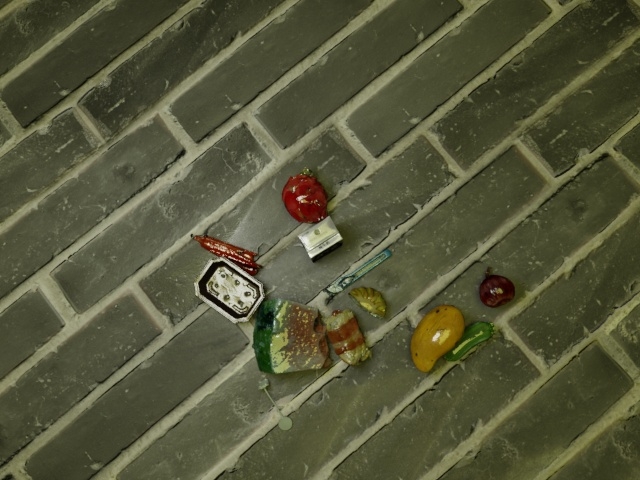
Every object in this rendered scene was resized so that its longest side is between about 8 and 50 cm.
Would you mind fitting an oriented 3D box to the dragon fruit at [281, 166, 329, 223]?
[{"bbox_3d":[-0.056,-0.156,1.802,0.172,0.172,0.210,-21,81,-1],"label":"dragon fruit"}]

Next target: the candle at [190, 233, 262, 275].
[{"bbox_3d":[-0.360,0.045,1.843,0.301,0.059,0.084,23,70,4],"label":"candle"}]

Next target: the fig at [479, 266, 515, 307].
[{"bbox_3d":[0.640,0.170,1.764,0.128,0.128,0.151,5,86,2],"label":"fig"}]

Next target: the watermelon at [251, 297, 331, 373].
[{"bbox_3d":[-0.110,0.342,1.752,0.301,0.151,0.265,0,82,2],"label":"watermelon"}]

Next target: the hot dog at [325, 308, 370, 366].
[{"bbox_3d":[0.094,0.353,1.766,0.146,0.103,0.213,-13,83,-42],"label":"hot dog"}]

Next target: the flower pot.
[{"bbox_3d":[-0.333,0.184,1.813,0.250,0.084,0.179,34,85,4],"label":"flower pot"}]

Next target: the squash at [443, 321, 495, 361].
[{"bbox_3d":[0.538,0.363,1.771,0.219,0.068,0.077,-32,63,-2],"label":"squash"}]

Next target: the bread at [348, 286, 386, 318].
[{"bbox_3d":[0.188,0.225,1.799,0.094,0.083,0.157,-39,82,-15],"label":"bread"}]

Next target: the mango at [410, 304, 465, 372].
[{"bbox_3d":[0.411,0.343,1.741,0.157,0.109,0.262,30,79,38],"label":"mango"}]

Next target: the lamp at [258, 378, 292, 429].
[{"bbox_3d":[-0.166,0.603,1.787,0.050,0.056,0.199,-29,94,-3],"label":"lamp"}]

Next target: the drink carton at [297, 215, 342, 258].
[{"bbox_3d":[0.001,-0.001,1.754,0.134,0.222,0.102,-29,83,-2],"label":"drink carton"}]

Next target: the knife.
[{"bbox_3d":[0.141,0.121,1.835,0.296,0.026,0.044,-35,71,-2],"label":"knife"}]
